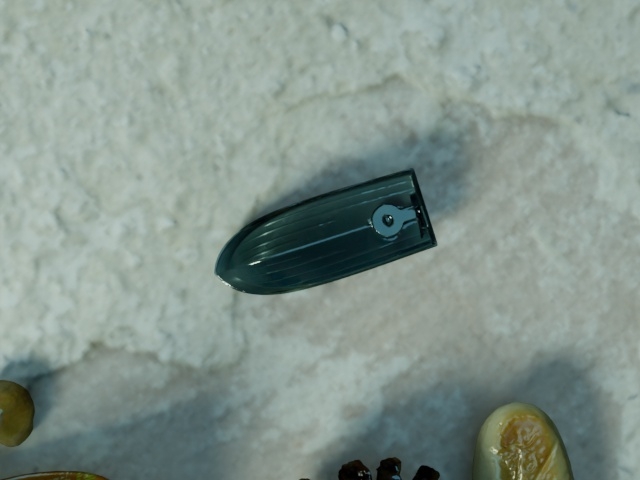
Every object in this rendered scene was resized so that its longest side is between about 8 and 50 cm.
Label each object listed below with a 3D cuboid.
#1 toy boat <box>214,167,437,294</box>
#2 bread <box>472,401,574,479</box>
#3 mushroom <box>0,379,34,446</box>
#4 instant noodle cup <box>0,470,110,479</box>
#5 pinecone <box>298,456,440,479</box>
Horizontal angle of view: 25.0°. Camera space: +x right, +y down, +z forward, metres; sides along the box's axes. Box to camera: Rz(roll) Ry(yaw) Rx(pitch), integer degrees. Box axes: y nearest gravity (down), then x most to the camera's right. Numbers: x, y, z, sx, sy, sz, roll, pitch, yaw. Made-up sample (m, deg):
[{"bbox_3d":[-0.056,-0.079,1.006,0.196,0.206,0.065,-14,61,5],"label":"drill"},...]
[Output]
[{"bbox_3d":[0.000,0.000,0.915,0.141,0.060,0.055,-18,92,0],"label":"toy boat"},{"bbox_3d":[0.130,0.209,0.929,0.073,0.053,0.214,0,92,-3],"label":"bread"},{"bbox_3d":[-0.274,0.215,0.887,0.068,0.043,0.306,31,87,14],"label":"mushroom"},{"bbox_3d":[-0.166,0.254,0.832,0.168,0.168,0.185,-16,108,-7],"label":"instant noodle cup"},{"bbox_3d":[0.034,0.193,0.878,0.140,0.140,0.121,49,55,-4],"label":"pinecone"}]
